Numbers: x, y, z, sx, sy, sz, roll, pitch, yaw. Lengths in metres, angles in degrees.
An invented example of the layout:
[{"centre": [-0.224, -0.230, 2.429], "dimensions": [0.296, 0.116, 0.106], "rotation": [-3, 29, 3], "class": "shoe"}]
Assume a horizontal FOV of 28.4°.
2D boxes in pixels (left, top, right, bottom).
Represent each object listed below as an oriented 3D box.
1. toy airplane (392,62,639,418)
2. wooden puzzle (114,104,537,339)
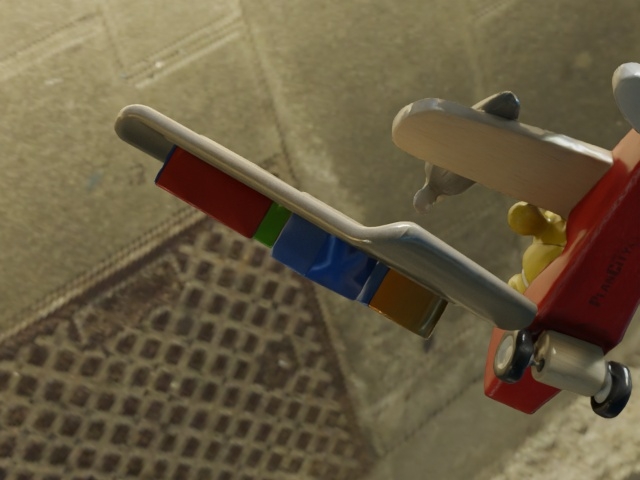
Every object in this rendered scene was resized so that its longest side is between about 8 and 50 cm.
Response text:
[{"centre": [0.302, -0.036, 1.347], "dimensions": [0.384, 0.272, 0.386], "rotation": [-22, 112, 4], "class": "toy airplane"}, {"centre": [0.000, 0.000, 1.221], "dimensions": [0.322, 0.347, 0.080], "rotation": [30, 86, -55], "class": "wooden puzzle"}]
